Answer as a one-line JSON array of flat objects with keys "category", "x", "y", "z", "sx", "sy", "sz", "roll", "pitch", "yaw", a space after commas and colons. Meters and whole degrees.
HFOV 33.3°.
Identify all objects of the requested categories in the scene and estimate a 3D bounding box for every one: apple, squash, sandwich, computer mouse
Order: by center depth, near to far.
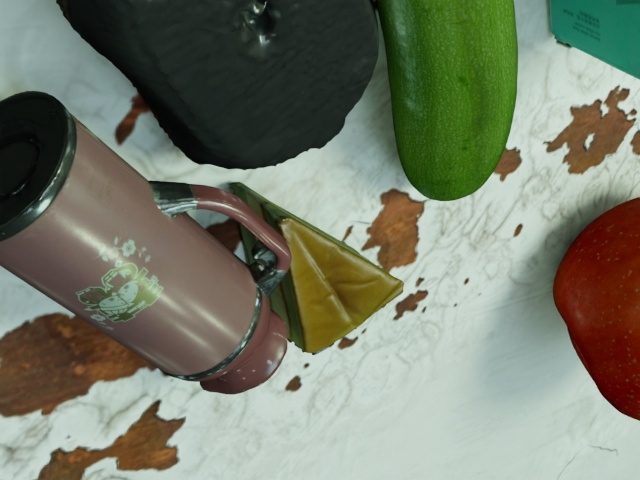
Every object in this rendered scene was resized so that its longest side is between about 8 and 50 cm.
[{"category": "computer mouse", "x": -0.063, "y": -0.162, "z": 0.703, "sx": 0.183, "sy": 0.116, "sz": 0.323, "roll": -37, "pitch": 153, "yaw": -1}, {"category": "squash", "x": 0.100, "y": -0.152, "z": 0.831, "sx": 0.107, "sy": 0.107, "sz": 0.395, "roll": -37, "pitch": 147, "yaw": -16}, {"category": "sandwich", "x": 0.000, "y": 0.000, "z": 0.914, "sx": 0.113, "sy": 0.079, "sz": 0.163, "roll": -33, "pitch": 135, "yaw": -23}, {"category": "apple", "x": 0.388, "y": 0.084, "z": 1.192, "sx": 0.217, "sy": 0.260, "sz": 0.260, "roll": -25, "pitch": 138, "yaw": 6}]

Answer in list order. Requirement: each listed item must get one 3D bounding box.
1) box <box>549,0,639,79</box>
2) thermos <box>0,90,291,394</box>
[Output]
[{"category": "box", "x": 0.290, "y": -0.282, "z": 0.874, "sx": 0.118, "sy": 0.205, "sz": 0.311, "roll": -32, "pitch": 135, "yaw": -17}, {"category": "thermos", "x": -0.118, "y": 0.016, "z": 0.796, "sx": 0.136, "sy": 0.109, "sz": 0.330, "roll": -57, "pitch": 140, "yaw": -10}]
